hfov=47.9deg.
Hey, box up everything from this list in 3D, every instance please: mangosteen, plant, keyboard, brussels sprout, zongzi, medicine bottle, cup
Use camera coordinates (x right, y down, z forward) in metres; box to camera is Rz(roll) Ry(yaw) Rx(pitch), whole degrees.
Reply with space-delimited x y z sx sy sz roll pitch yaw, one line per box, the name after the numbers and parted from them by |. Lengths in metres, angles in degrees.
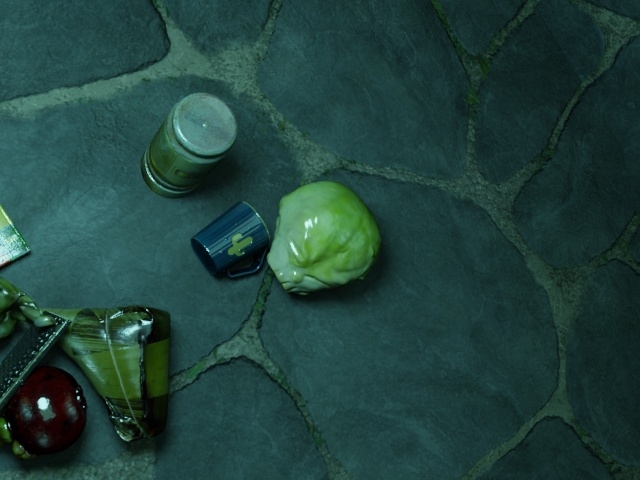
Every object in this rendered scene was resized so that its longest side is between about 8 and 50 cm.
-0.577 0.354 1.465 0.200 0.200 0.199 6 75 -25 | mangosteen
-0.716 0.080 1.465 0.251 0.180 0.333 -35 68 10 | plant
-0.623 0.273 1.429 0.317 0.106 0.027 -56 131 -23 | keyboard
0.003 -0.013 1.804 0.317 0.243 0.273 -13 108 -24 | brussels sprout
-0.489 0.286 1.557 0.318 0.154 0.289 1 82 -3 | zongzi
-0.303 -0.210 1.639 0.151 0.322 0.151 6 75 -24 | medicine bottle
-0.215 0.015 1.754 0.155 0.131 0.176 -34 119 -24 | cup

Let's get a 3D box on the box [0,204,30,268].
-0.746 -0.042 1.543 0.132 0.034 0.235 -35 93 -29 | box
